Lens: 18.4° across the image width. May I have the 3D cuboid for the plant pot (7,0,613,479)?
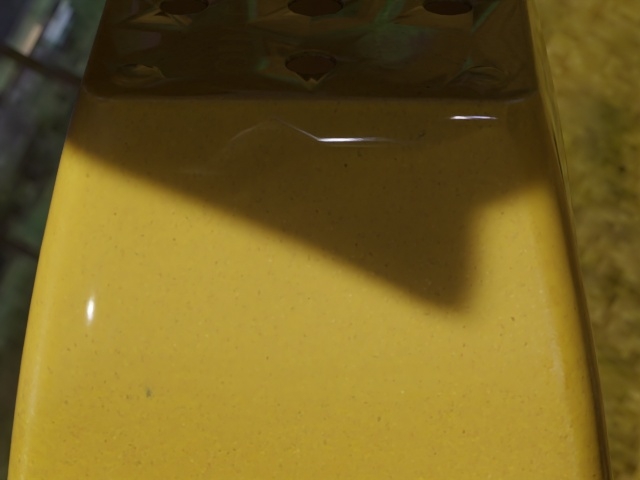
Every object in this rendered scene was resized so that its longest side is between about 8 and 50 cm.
[{"bbox_3d":[0.000,0.000,0.705,0.212,0.212,0.187,-86,-3,-59],"label":"plant pot"}]
